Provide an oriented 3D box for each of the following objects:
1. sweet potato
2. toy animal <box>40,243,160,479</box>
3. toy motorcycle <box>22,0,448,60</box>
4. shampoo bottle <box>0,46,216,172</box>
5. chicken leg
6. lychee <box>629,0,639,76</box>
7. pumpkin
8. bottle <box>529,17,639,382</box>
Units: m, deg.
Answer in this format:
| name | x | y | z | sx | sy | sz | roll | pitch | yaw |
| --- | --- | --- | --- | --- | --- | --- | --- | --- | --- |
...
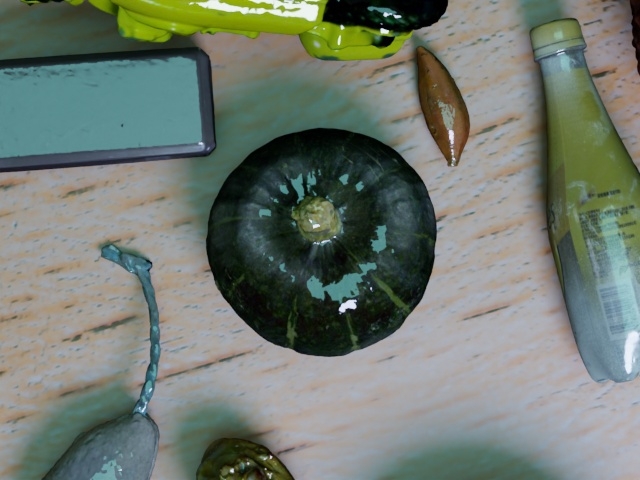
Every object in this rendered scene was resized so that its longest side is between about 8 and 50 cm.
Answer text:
| name | x | y | z | sx | sy | sz | roll | pitch | yaw |
| --- | --- | --- | --- | --- | --- | --- | --- | --- | --- |
| sweet potato | 0.092 | -0.102 | 1.161 | 0.034 | 0.034 | 0.095 | -16 | 92 | -2 |
| toy animal | -0.153 | 0.135 | 1.141 | 0.079 | 0.070 | 0.253 | 17 | 87 | -19 |
| toy motorcycle | -0.081 | -0.201 | 1.087 | 0.342 | 0.206 | 0.142 | 3 | 128 | -17 |
| shampoo bottle | -0.200 | -0.092 | 1.126 | 0.246 | 0.080 | 0.079 | -5 | 90 | -3 |
| chicken leg | -0.032 | 0.252 | 1.130 | 0.088 | 0.103 | 0.227 | -18 | 96 | -17 |
| lychee | 0.330 | -0.174 | 1.059 | 0.260 | 0.260 | 0.260 | 0 | 91 | -2 |
| pumpkin | 0.000 | 0.001 | 1.114 | 0.167 | 0.125 | 0.167 | 1 | 98 | 6 |
| bottle | 0.204 | -0.032 | 1.144 | 0.083 | 0.083 | 0.269 | -13 | 88 | -2 |
